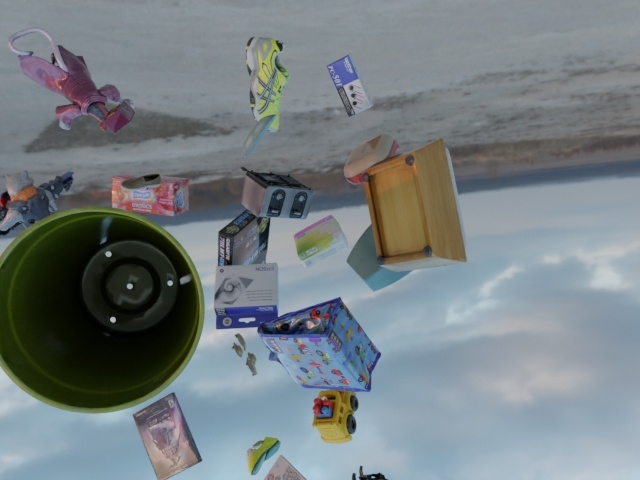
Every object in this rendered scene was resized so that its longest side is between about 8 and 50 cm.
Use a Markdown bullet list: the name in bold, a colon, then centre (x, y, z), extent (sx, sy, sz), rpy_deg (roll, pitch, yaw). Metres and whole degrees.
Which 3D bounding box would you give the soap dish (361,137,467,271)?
- **soap dish**: centre (0.217, -0.073, 1.327), extent (0.118, 0.290, 0.229), rpy_deg (-9, 178, -37)

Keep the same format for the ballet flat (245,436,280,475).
- **ballet flat**: centre (-0.218, 0.757, 1.961), extent (0.077, 0.077, 0.231), rpy_deg (21, -169, 16)

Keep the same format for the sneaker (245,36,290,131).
- **sneaker**: centre (-0.200, -0.616, 2.224), extent (0.147, 0.384, 0.145), rpy_deg (3, -145, 14)

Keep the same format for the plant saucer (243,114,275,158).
- **plant saucer**: centre (-0.227, -0.381, 1.977), extent (0.037, 0.195, 0.195), rpy_deg (36, 179, -7)

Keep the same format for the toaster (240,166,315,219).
- **toaster**: centre (-0.137, -0.138, 1.656), extent (0.168, 0.110, 0.186), rpy_deg (3, -159, -35)

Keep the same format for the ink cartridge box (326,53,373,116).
- **ink cartridge box**: centre (0.111, -0.580, 2.076), extent (0.097, 0.207, 0.046), rpy_deg (-20, -167, 26)

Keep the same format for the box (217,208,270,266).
- **box**: centre (-0.289, 0.034, 2.112), extent (0.074, 0.293, 0.295), rpy_deg (18, -146, 17)

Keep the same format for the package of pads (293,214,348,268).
- **package of pads**: centre (0.000, 0.000, 2.574), extent (0.229, 0.101, 0.296), rpy_deg (-27, -160, 3)

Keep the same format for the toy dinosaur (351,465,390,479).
- **toy dinosaur**: centre (0.093, 0.657, 1.268), extent (0.322, 0.218, 0.164), rpy_deg (27, 180, -4)

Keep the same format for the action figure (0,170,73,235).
- **action figure**: centre (-0.818, -0.080, 1.689), extent (0.179, 0.330, 0.341), rpy_deg (0, -139, 33)

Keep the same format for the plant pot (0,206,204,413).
- **plant pot**: centre (-0.417, 0.117, 1.138), extent (0.367, 0.366, 0.353), rpy_deg (-7, -177, -9)

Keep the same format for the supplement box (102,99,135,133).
- **supplement box**: centre (-0.511, -0.315, 1.408), extent (0.055, 0.043, 0.083), rpy_deg (-32, -150, 11)

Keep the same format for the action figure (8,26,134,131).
- **action figure**: centre (-0.783, -0.510, 1.813), extent (0.248, 0.370, 0.275), rpy_deg (-40, 163, -22)

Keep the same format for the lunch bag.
- **lunch bag**: centre (-0.026, 0.299, 1.478), extent (0.293, 0.221, 0.138), rpy_deg (-17, -150, 34)

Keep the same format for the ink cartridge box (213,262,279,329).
- **ink cartridge box**: centre (-0.256, 0.189, 1.912), extent (0.224, 0.223, 0.045), rpy_deg (-4, 155, 2)

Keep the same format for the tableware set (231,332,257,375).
- **tableware set**: centre (-0.281, 0.428, 2.080), extent (0.020, 0.168, 0.141), rpy_deg (-32, -171, 6)

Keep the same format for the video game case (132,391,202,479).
- **video game case**: centre (-0.577, 0.738, 2.078), extent (0.196, 0.274, 0.026), rpy_deg (-31, 165, 12)

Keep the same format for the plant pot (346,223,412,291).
- **plant pot**: centre (0.215, 0.042, 1.830), extent (0.234, 0.165, 0.165), rpy_deg (-42, 144, -1)

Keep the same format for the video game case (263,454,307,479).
- **video game case**: centre (-0.127, 0.794, 1.787), extent (0.019, 0.143, 0.157), rpy_deg (43, 166, -35)

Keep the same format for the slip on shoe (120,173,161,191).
- **slip on shoe**: centre (-0.600, -0.198, 1.854), extent (0.136, 0.051, 0.041), rpy_deg (-9, 143, -33)

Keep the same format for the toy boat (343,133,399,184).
- **toy boat**: centre (0.173, -0.217, 1.660), extent (0.151, 0.151, 0.231), rpy_deg (-23, -158, 28)

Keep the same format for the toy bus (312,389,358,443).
- **toy bus**: centre (0.043, 0.676, 2.238), extent (0.150, 0.211, 0.220), rpy_deg (-14, -138, 27)

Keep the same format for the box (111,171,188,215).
- **box**: centre (-0.631, -0.174, 2.056), extent (0.257, 0.128, 0.122), rpy_deg (7, -165, 13)
